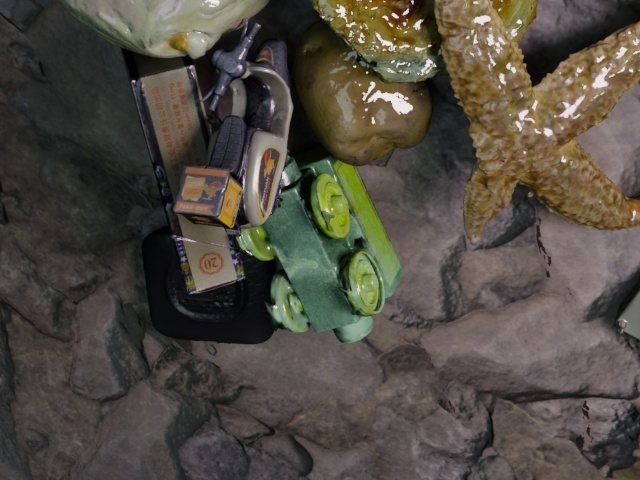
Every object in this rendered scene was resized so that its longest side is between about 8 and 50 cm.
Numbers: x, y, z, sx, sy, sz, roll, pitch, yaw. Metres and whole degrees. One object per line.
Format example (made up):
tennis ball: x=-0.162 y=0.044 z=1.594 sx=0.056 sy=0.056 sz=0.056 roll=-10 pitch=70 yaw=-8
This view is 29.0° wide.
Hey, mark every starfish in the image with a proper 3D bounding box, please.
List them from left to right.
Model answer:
starfish: x=0.285 y=-0.167 z=1.440 sx=0.323 sy=0.082 sz=0.432 roll=-9 pitch=124 yaw=-3

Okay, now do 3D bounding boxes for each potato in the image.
potato: x=0.049 y=-0.192 z=1.546 sx=0.154 sy=0.137 sz=0.200 roll=-30 pitch=109 yaw=-1

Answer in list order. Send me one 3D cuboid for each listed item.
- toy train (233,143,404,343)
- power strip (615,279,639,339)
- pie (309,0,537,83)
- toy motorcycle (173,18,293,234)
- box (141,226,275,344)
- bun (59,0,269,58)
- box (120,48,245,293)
toy train: x=0.000 y=0.000 z=1.647 sx=0.159 sy=0.188 sz=0.272 roll=-16 pitch=111 yaw=26
power strip: x=0.509 y=0.107 z=1.603 sx=0.215 sy=0.061 sz=0.145 roll=27 pitch=127 yaw=2
pie: x=0.110 y=-0.346 z=1.401 sx=0.288 sy=0.103 sz=0.355 roll=-39 pitch=107 yaw=5
toy motorcycle: x=-0.092 y=-0.136 z=1.500 sx=0.090 sy=0.263 sz=0.157 roll=6 pitch=166 yaw=22
box: x=-0.165 y=0.070 z=1.839 sx=0.212 sy=0.042 sz=0.201 roll=4 pitch=120 yaw=17
bun: x=-0.166 y=-0.298 z=1.461 sx=0.283 sy=0.283 sz=0.179 roll=-18 pitch=89 yaw=28
box: x=-0.183 y=-0.111 z=1.634 sx=0.084 sy=0.198 sz=0.310 roll=-15 pitch=117 yaw=-7
